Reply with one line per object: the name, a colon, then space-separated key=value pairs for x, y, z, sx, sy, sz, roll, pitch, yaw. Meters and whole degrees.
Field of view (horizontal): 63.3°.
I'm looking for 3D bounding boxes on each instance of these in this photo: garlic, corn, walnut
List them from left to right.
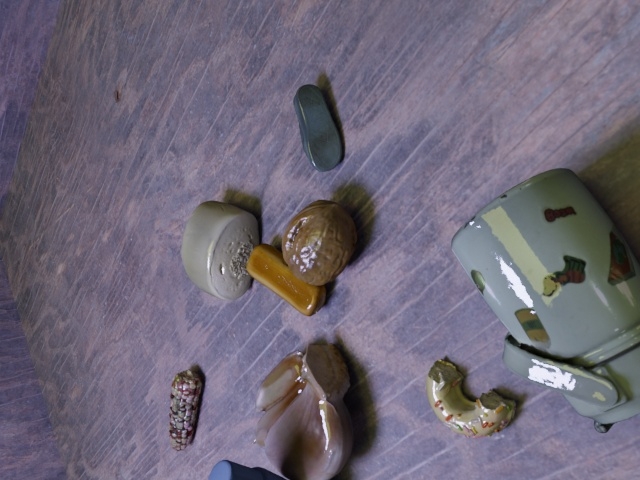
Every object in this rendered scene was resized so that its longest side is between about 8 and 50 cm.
corn: x=-0.419 y=0.525 z=1.601 sx=0.092 sy=0.092 sz=0.281 roll=28 pitch=117 yaw=39
garlic: x=-0.031 y=0.399 z=1.166 sx=0.325 sy=0.132 sz=0.279 roll=-62 pitch=41 yaw=28
walnut: x=0.000 y=0.000 z=1.096 sx=0.155 sy=0.155 sz=0.184 roll=45 pitch=121 yaw=32

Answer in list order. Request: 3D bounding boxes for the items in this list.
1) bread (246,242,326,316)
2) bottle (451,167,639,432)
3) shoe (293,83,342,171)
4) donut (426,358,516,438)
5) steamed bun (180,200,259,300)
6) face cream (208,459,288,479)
bread: x=-0.077 y=0.093 z=1.230 sx=0.239 sy=0.074 sz=0.093 roll=33 pitch=100 yaw=36
bottle: x=0.354 y=0.099 z=0.727 sx=0.229 sy=0.229 sz=0.352 roll=-43 pitch=68 yaw=38
shoe: x=-0.010 y=-0.244 z=1.149 sx=0.078 sy=0.079 sz=0.195 roll=164 pitch=89 yaw=-79
donut: x=0.255 y=0.297 z=0.931 sx=0.166 sy=0.065 sz=0.108 roll=24 pitch=111 yaw=41
steamed bun: x=-0.275 y=0.026 z=1.360 sx=0.200 sy=0.154 sz=0.250 roll=21 pitch=105 yaw=41
face cream: x=-0.077 y=0.552 z=1.103 sx=0.135 sy=0.385 sz=0.086 roll=-1 pitch=58 yaw=44
